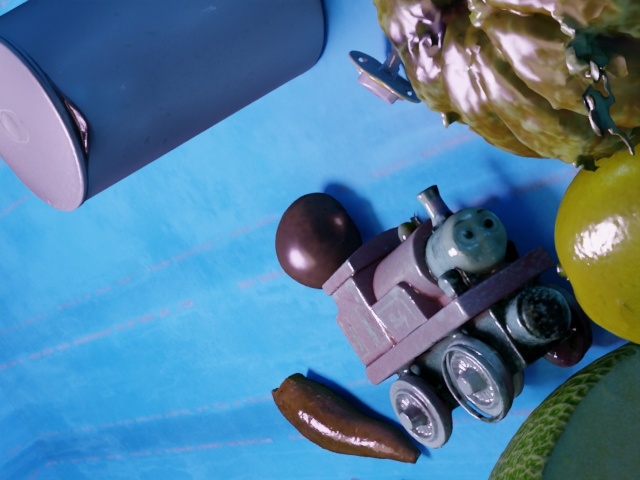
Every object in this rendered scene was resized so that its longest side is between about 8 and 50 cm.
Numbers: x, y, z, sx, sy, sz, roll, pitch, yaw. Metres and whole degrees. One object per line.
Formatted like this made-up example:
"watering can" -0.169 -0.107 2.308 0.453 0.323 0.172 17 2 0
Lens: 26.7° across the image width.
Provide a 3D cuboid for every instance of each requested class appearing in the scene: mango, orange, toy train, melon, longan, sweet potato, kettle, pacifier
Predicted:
"mango" 0.288 -0.018 1.001 0.185 0.149 0.273 34 146 -4
"orange" 0.164 -0.197 0.937 0.301 0.223 0.300 -10 99 59
"toy train" 0.131 0.072 1.343 0.221 0.150 0.304 58 153 7
"melon" 0.242 0.285 1.275 0.226 0.331 0.343 20 154 -3
"longan" 0.000 0.000 1.503 0.113 0.092 0.113 10 104 46
"sweet potato" 0.022 0.237 1.730 0.243 0.077 0.077 27 140 41
"kettle" -0.195 -0.200 1.347 0.265 0.318 0.205 37 147 26
"pacifier" 0.070 -0.167 1.282 0.083 0.068 0.064 35 114 0
